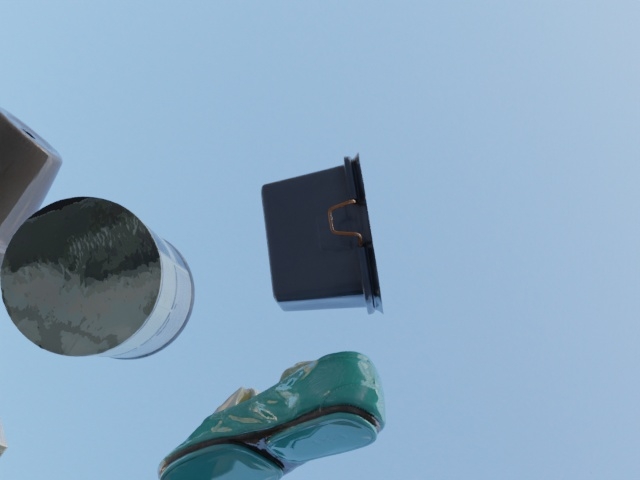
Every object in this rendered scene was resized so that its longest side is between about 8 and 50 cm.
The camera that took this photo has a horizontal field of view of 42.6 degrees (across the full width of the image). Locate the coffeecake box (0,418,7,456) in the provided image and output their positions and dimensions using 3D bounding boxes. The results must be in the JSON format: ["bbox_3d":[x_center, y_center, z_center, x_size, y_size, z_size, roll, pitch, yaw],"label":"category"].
[{"bbox_3d":[-0.599,0.280,1.285,0.068,0.185,0.142,-54,-145,2],"label":"coffeecake box"}]

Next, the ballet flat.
[{"bbox_3d":[-0.041,0.159,0.711,0.247,0.083,0.087,-29,-148,33],"label":"ballet flat"}]

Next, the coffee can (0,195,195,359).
[{"bbox_3d":[-0.294,0.064,1.141,0.202,0.275,0.201,0,-99,-1],"label":"coffee can"}]

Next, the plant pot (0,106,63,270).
[{"bbox_3d":[-0.577,-0.103,1.409,0.263,0.263,0.229,40,-91,23],"label":"plant pot"}]

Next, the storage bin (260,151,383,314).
[{"bbox_3d":[0.000,0.000,0.708,0.091,0.098,0.135,-10,-106,3],"label":"storage bin"}]
